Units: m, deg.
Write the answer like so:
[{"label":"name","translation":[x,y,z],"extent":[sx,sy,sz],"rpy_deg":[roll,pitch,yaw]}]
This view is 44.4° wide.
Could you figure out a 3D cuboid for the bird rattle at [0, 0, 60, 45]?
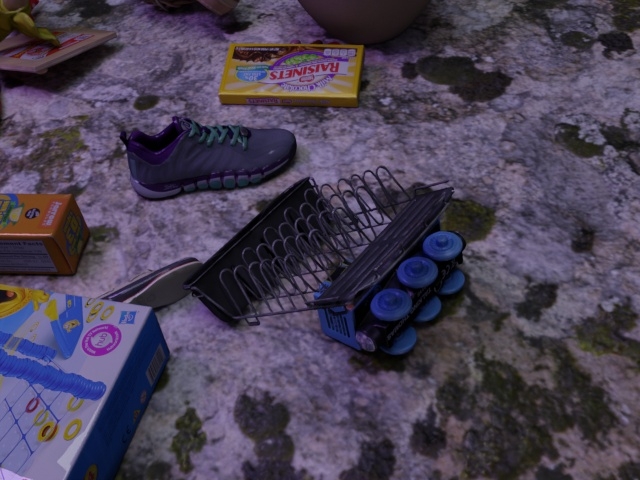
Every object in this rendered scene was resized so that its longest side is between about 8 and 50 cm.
[{"label":"bird rattle","translation":[-0.483,-0.413,1.250],"extent":[0.143,0.206,0.253],"rpy_deg":[3,37,-17]}]

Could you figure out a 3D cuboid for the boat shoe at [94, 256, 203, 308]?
[{"label":"boat shoe","translation":[-0.196,0.055,0.884],"extent":[0.137,0.049,0.043],"rpy_deg":[-32,49,-17]}]

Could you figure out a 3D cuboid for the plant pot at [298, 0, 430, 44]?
[{"label":"plant pot","translation":[0.069,-0.419,1.214],"extent":[0.284,0.190,0.284],"rpy_deg":[-3,45,3]}]

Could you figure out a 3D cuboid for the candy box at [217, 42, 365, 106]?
[{"label":"candy box","translation":[-0.041,-0.245,1.158],"extent":[0.206,0.027,0.105],"rpy_deg":[3,62,9]}]

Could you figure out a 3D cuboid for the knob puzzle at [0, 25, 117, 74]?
[{"label":"knob puzzle","translation":[-0.455,-0.304,1.269],"extent":[0.213,0.029,0.213],"rpy_deg":[-6,32,4]}]

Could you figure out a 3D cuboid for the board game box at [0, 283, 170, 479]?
[{"label":"board game box","translation":[-0.345,0.182,0.747],"extent":[0.302,0.086,0.308],"rpy_deg":[7,47,12]}]

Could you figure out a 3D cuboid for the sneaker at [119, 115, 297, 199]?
[{"label":"sneaker","translation":[-0.140,-0.121,1.011],"extent":[0.224,0.098,0.083],"rpy_deg":[-16,46,-9]}]

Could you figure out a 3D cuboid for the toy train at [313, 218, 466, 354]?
[{"label":"toy train","translation":[0.080,0.043,0.844],"extent":[0.105,0.080,0.184],"rpy_deg":[22,52,33]}]

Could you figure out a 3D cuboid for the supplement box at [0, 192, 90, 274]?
[{"label":"supplement box","translation":[-0.407,-0.009,0.948],"extent":[0.234,0.080,0.078],"rpy_deg":[1,48,5]}]

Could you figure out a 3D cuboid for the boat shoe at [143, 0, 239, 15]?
[{"label":"boat shoe","translation":[-0.260,-0.446,1.347],"extent":[0.110,0.122,0.341],"rpy_deg":[-54,50,7]}]

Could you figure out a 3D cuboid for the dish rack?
[{"label":"dish rack","translation":[0.000,0.000,0.811],"extent":[0.208,0.074,0.272],"rpy_deg":[-46,19,-31]}]

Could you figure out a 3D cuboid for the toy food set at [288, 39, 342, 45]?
[{"label":"toy food set","translation":[-0.017,-0.291,1.218],"extent":[0.122,0.019,0.077],"rpy_deg":[-11,46,-5]}]
